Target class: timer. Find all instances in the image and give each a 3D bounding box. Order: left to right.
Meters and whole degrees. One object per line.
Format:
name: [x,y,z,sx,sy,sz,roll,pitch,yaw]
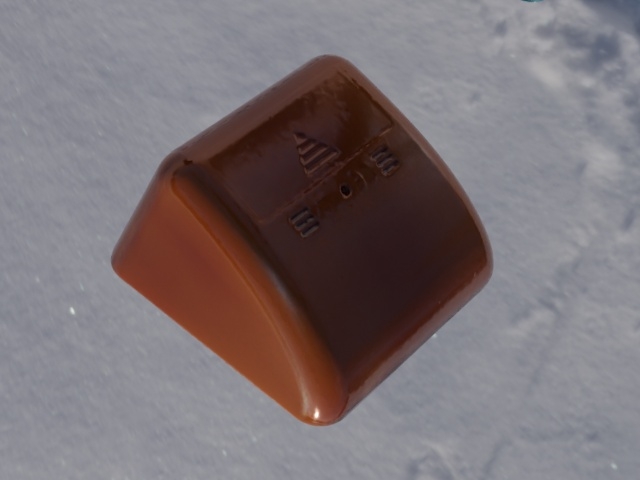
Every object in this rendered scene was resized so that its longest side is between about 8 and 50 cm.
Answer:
timer: [0.000,0.000,1.147,0.250,0.161,0.257,46,54,8]

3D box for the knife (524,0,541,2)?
knife: [0.186,-0.290,1.063,0.064,0.031,0.222,15,77,-1]
